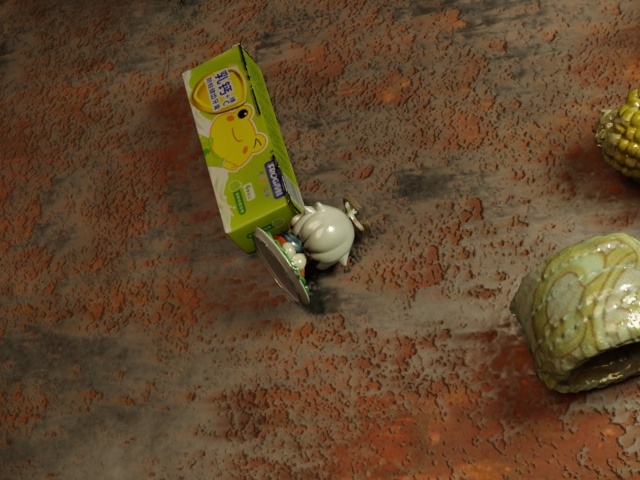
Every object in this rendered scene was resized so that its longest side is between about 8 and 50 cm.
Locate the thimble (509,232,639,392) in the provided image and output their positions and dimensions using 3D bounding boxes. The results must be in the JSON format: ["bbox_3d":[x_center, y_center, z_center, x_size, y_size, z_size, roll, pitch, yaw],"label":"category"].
[{"bbox_3d":[0.323,0.091,1.351,0.190,0.137,0.143,-27,56,23],"label":"thimble"}]

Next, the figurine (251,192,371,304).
[{"bbox_3d":[0.000,0.000,1.564,0.154,0.132,0.132,-35,55,-12],"label":"figurine"}]

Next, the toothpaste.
[{"bbox_3d":[-0.115,-0.142,1.699,0.110,0.077,0.327,-26,57,13],"label":"toothpaste"}]

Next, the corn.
[{"bbox_3d":[0.498,-0.102,1.375,0.347,0.130,0.130,21,75,28],"label":"corn"}]
